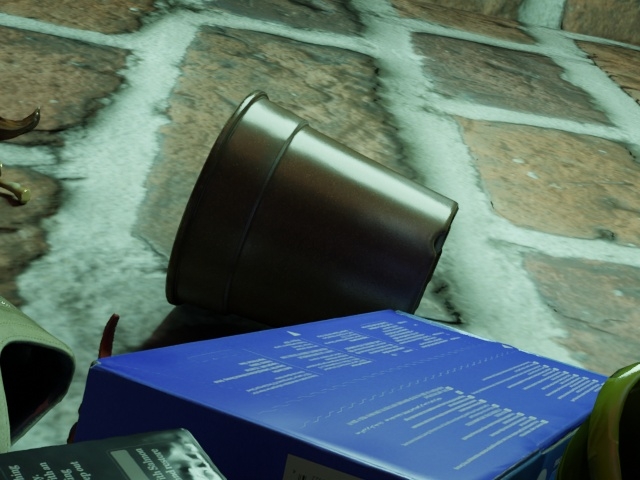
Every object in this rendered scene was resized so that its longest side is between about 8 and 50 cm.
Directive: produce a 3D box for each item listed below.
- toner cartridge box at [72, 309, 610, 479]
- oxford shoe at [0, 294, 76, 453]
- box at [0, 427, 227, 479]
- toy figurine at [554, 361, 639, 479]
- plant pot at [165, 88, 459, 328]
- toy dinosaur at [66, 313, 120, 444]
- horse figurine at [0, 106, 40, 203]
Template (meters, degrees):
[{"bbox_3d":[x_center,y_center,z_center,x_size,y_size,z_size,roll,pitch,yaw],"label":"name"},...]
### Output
[{"bbox_3d":[0.040,0.100,0.615,0.165,0.075,0.348,18,8,23],"label":"toner cartridge box"},{"bbox_3d":[-0.205,0.101,0.517,0.146,0.140,0.397,19,23,-2],"label":"oxford shoe"},{"bbox_3d":[-0.105,0.157,0.393,0.158,0.156,0.093,-3,26,-34],"label":"box"},{"bbox_3d":[0.158,0.188,0.489,0.362,0.191,0.217,25,-24,-28],"label":"toy figurine"},{"bbox_3d":[0.000,0.000,0.874,0.165,0.167,0.167,23,22,7],"label":"plant pot"},{"bbox_3d":[-0.126,0.099,0.656,0.047,0.090,0.082,-10,22,28],"label":"toy dinosaur"},{"bbox_3d":[-0.343,-0.069,0.978,0.174,0.066,0.263,27,27,19],"label":"horse figurine"}]
